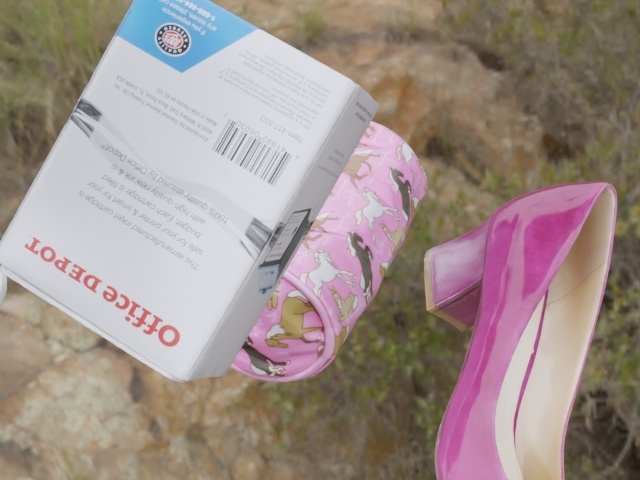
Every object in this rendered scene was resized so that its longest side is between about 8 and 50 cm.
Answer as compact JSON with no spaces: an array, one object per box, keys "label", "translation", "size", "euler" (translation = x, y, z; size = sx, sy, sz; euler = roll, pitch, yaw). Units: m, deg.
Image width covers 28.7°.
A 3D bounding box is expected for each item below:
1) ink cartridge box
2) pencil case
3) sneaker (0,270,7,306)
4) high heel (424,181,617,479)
[{"label":"ink cartridge box","translation":[-0.076,-0.034,0.723],"size":[0.140,0.082,0.190],"euler":[31,95,13]},{"label":"pencil case","translation":[0.000,0.000,1.471],"size":[0.160,0.167,0.386],"euler":[-31,14,35]},{"label":"sneaker","translation":[-0.513,0.095,1.645],"size":[0.212,0.094,0.080],"euler":[-33,66,4]},{"label":"high heel","translation":[0.126,0.086,0.668],"size":[0.117,0.082,0.244],"euler":[-26,50,31]}]
